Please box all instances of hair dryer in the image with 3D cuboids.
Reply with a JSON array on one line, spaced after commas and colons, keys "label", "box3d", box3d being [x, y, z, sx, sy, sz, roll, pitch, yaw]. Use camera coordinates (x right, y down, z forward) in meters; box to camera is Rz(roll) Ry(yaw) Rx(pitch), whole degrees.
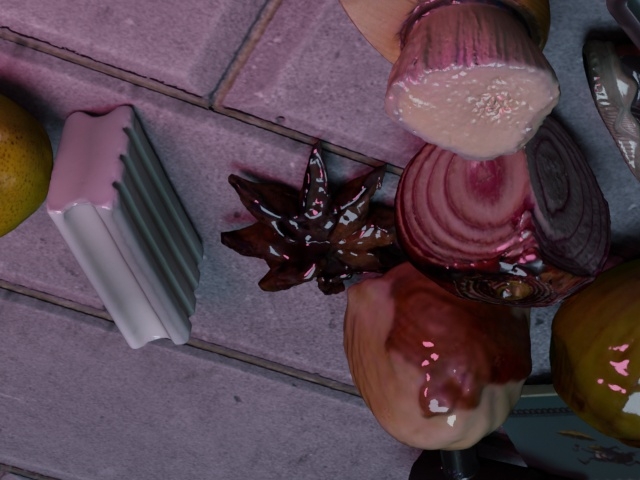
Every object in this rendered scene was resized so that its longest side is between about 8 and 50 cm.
[{"label": "hair dryer", "box3d": [0.235, 0.296, 2.348, 0.244, 0.116, 0.302, 6, 131, 26]}]

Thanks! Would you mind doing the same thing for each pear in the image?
[{"label": "pear", "box3d": [-0.402, -0.089, 1.910, 0.198, 0.198, 0.198, 2, 140, 2]}]

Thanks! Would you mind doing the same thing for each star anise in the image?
[{"label": "star anise", "box3d": [0.000, 0.000, 2.044, 0.272, 0.102, 0.272, 0, 139, 0]}]

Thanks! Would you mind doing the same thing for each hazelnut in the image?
[{"label": "hazelnut", "box3d": [0.137, 0.124, 2.092, 0.241, 0.261, 0.261, 24, 137, -18]}]

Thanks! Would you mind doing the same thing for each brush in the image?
[{"label": "brush", "box3d": [0.114, -0.212, 1.730, 0.267, 0.166, 0.174, 24, 136, -20]}]

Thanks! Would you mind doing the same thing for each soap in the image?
[{"label": "soap", "box3d": [-0.227, -0.012, 2.002, 0.088, 0.159, 0.265, -7, 140, 14]}]

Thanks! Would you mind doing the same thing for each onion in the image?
[{"label": "onion", "box3d": [0.207, -0.024, 1.925, 0.207, 0.216, 0.206, -13, 155, 35]}]

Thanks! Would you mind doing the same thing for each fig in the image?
[{"label": "fig", "box3d": [0.413, 0.121, 2.073, 0.239, 0.239, 0.271, 32, 103, -30]}]

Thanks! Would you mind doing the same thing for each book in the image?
[{"label": "book", "box3d": [0.420, 0.328, 2.369, 0.264, 0.031, 0.379, -8, 131, 35]}]

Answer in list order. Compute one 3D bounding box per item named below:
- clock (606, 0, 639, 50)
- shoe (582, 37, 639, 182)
[{"label": "clock", "box3d": [0.458, -0.200, 1.653, 0.273, 0.049, 0.279, -12, 136, 40]}, {"label": "shoe", "box3d": [0.370, -0.145, 1.848, 0.112, 0.099, 0.227, -25, 132, 20]}]
